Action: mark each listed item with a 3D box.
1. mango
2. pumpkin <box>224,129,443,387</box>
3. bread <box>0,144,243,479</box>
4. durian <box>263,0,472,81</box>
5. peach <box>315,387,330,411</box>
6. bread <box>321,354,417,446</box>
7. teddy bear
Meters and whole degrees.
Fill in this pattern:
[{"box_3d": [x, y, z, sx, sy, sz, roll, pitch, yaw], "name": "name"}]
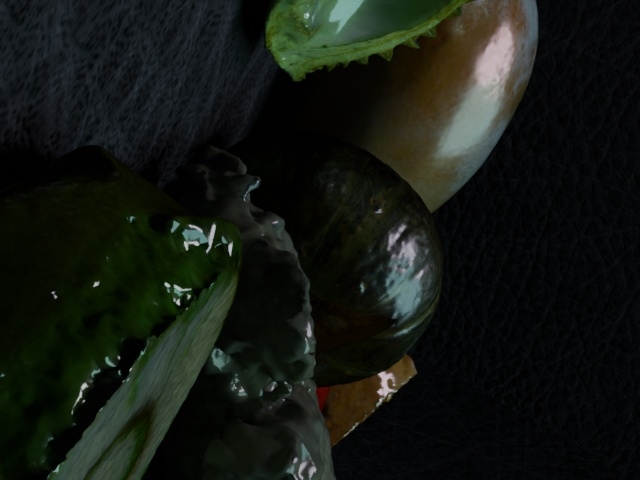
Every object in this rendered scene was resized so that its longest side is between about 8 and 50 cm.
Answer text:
[{"box_3d": [0.061, -0.118, 1.263, 0.384, 0.199, 0.221, -48, -179, 4], "name": "mango"}, {"box_3d": [-0.007, 0.014, 1.127, 0.238, 0.238, 0.159, 112, 2, -50], "name": "pumpkin"}, {"box_3d": [-0.187, 0.131, 0.714, 0.382, 0.129, 0.366, -58, 176, -13], "name": "bread"}, {"box_3d": [0.039, -0.277, 0.930, 0.198, 0.163, 0.394, -17, 152, -16], "name": "durian"}, {"box_3d": [-0.077, 0.128, 1.281, 0.197, 0.197, 0.197, -59, 173, -11], "name": "peach"}, {"box_3d": [-0.070, 0.187, 1.552, 0.340, 0.179, 0.194, -38, 178, 0], "name": "bread"}, {"box_3d": [-0.096, 0.120, 0.992, 0.357, 0.224, 0.367, 31, -48, 60], "name": "teddy bear"}]
